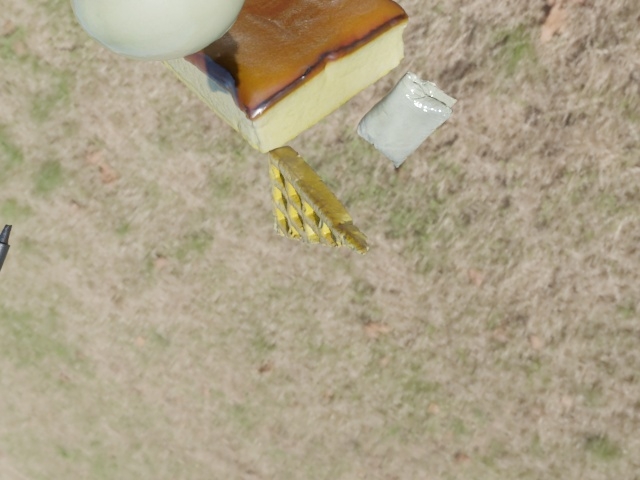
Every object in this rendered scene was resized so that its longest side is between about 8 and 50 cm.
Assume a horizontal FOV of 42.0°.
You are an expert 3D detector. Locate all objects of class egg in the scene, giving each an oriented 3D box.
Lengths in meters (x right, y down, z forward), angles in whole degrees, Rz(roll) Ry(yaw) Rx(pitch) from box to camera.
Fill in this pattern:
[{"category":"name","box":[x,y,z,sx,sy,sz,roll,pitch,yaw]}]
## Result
[{"category":"egg","box":[-0.221,-0.367,1.177,0.219,0.269,0.219,52,168,16]}]

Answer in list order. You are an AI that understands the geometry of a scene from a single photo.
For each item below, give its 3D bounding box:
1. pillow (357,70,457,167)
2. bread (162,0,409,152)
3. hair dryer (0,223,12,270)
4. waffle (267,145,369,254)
[{"category":"pillow","box":[0.171,-0.248,1.707,0.134,0.078,0.181,30,124,-22]},{"category":"bread","box":[-0.073,-0.342,1.406,0.333,0.323,0.143,43,162,30]},{"category":"hair dryer","box":[-0.629,0.086,1.523,0.070,0.255,0.128,17,177,29]},{"category":"waffle","box":[0.000,0.000,0.810,0.191,0.032,0.125,53,153,43]}]
